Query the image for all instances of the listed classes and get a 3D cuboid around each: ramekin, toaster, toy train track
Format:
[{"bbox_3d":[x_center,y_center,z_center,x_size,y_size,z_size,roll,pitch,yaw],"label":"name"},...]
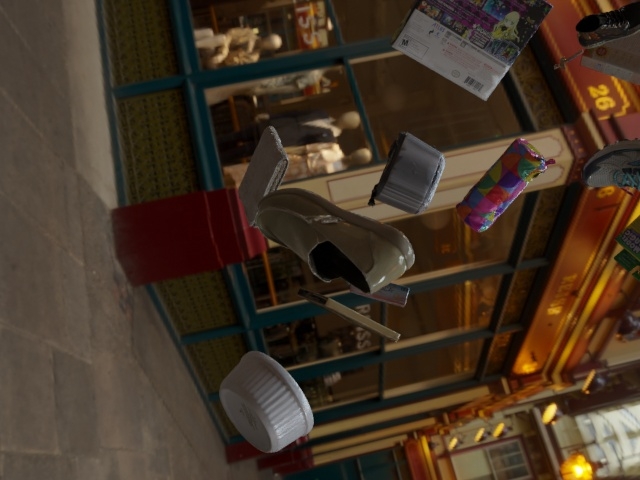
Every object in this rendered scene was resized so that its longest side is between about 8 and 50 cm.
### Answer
[{"bbox_3d":[-0.158,0.442,1.581,0.272,0.127,0.273,32,-40,32],"label":"ramekin"},{"bbox_3d":[0.234,-0.167,1.571,0.129,0.146,0.227,119,-5,-76],"label":"toaster"},{"bbox_3d":[0.685,-0.504,1.630,0.014,0.083,0.048,31,47,-33],"label":"toy train track"}]

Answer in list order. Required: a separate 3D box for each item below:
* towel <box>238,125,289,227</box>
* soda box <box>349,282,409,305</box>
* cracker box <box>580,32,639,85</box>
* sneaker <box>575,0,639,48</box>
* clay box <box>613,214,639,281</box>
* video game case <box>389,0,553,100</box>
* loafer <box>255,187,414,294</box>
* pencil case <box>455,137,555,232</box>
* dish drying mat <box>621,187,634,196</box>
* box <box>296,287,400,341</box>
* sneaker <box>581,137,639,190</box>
[{"bbox_3d":[-0.183,-0.193,1.814,0.282,0.049,0.187,-61,-143,33],"label":"towel"},{"bbox_3d":[0.188,0.159,1.883,0.058,0.183,0.063,73,33,-78],"label":"soda box"},{"bbox_3d":[0.995,-0.611,1.916,0.232,0.156,0.067,30,-7,23],"label":"cracker box"},{"bbox_3d":[0.862,-0.638,1.712,0.118,0.222,0.083,3,67,-59],"label":"sneaker"},{"bbox_3d":[0.690,-0.017,1.157,0.053,0.222,0.127,29,20,-33],"label":"clay box"},{"bbox_3d":[0.283,-0.411,1.120,0.210,0.232,0.042,-58,-162,28],"label":"video game case"},{"bbox_3d":[0.000,0.000,0.842,0.268,0.092,0.102,17,-39,34],"label":"loafer"},{"bbox_3d":[0.422,-0.126,1.367,0.236,0.104,0.104,-50,-145,27],"label":"pencil case"},{"bbox_3d":[0.816,-0.143,1.588,0.008,0.032,0.083,-61,-166,24],"label":"dish drying mat"},{"bbox_3d":[0.060,0.166,1.324,0.021,0.201,0.164,-64,-157,-8],"label":"box"},{"bbox_3d":[0.730,-0.159,1.306,0.110,0.282,0.122,43,46,-41],"label":"sneaker"}]
